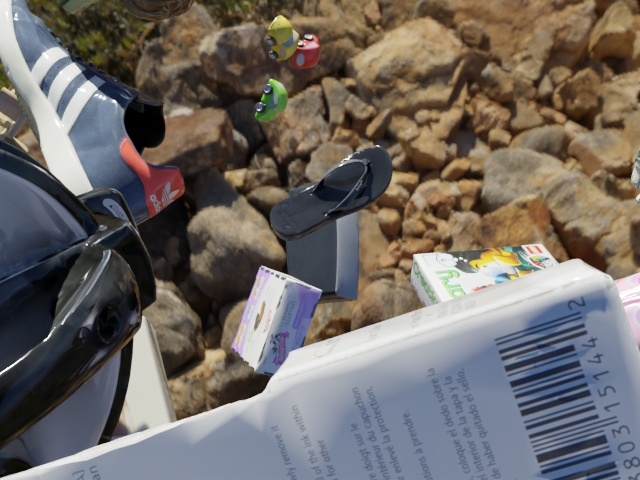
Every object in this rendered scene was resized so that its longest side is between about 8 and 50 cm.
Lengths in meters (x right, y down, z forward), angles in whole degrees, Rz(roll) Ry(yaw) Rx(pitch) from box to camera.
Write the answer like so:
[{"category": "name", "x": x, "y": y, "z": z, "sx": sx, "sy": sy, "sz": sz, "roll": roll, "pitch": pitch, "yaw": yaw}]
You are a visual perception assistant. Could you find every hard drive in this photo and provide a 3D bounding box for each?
[{"category": "hard drive", "x": 0.000, "y": 0.000, "z": 1.648, "sx": 0.172, "sy": 0.054, "sz": 0.255, "roll": -9, "pitch": 78, "yaw": 42}]

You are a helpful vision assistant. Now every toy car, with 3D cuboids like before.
[{"category": "toy car", "x": -0.076, "y": -0.358, "z": 1.769, "sx": 0.053, "sy": 0.239, "sz": 0.225, "roll": 26, "pitch": 99, "yaw": 18}]

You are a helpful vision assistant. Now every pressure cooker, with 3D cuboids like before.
[{"category": "pressure cooker", "x": -0.350, "y": 0.075, "z": 0.615, "sx": 0.420, "sy": 0.375, "sz": 0.370, "roll": 15, "pitch": 81, "yaw": 41}]

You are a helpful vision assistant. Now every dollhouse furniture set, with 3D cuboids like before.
[{"category": "dollhouse furniture set", "x": -0.510, "y": -0.247, "z": 1.533, "sx": 0.161, "sy": 0.242, "sz": 0.212, "roll": 36, "pitch": 111, "yaw": -15}]

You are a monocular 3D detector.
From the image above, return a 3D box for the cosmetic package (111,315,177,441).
[{"category": "cosmetic package", "x": -0.374, "y": 0.324, "z": 1.647, "sx": 0.129, "sy": 0.153, "sz": 0.296, "roll": -16, "pitch": 70, "yaw": -6}]

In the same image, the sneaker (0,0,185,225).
[{"category": "sneaker", "x": -0.267, "y": -0.159, "z": 0.940, "sx": 0.148, "sy": 0.131, "sz": 0.350, "roll": -24, "pitch": 69, "yaw": -16}]

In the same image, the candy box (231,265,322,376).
[{"category": "candy box", "x": -0.081, "y": 0.142, "z": 1.426, "sx": 0.070, "sy": 0.196, "sz": 0.165, "roll": 20, "pitch": 88, "yaw": -18}]

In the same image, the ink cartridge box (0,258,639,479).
[{"category": "ink cartridge box", "x": 0.036, "y": 0.188, "z": 0.337, "sx": 0.261, "sy": 0.066, "sz": 0.296, "roll": -19, "pitch": 91, "yaw": 8}]

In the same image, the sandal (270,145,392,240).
[{"category": "sandal", "x": 0.028, "y": -0.084, "z": 1.409, "sx": 0.254, "sy": 0.054, "sz": 0.097, "roll": -35, "pitch": 68, "yaw": -18}]

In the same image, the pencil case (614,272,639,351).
[{"category": "pencil case", "x": 0.340, "y": 0.078, "z": 0.770, "sx": 0.284, "sy": 0.124, "sz": 0.124, "roll": -17, "pitch": 65, "yaw": 17}]

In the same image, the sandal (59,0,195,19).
[{"category": "sandal", "x": -0.175, "y": -0.283, "z": 0.868, "sx": 0.120, "sy": 0.302, "sz": 0.086, "roll": -44, "pitch": 118, "yaw": -30}]

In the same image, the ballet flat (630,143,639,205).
[{"category": "ballet flat", "x": 0.580, "y": -0.096, "z": 1.419, "sx": 0.070, "sy": 0.188, "sz": 0.070, "roll": -23, "pitch": 35, "yaw": 18}]

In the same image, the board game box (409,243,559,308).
[{"category": "board game box", "x": 0.251, "y": 0.112, "z": 0.992, "sx": 0.193, "sy": 0.053, "sz": 0.305, "roll": -5, "pitch": 34, "yaw": -15}]
